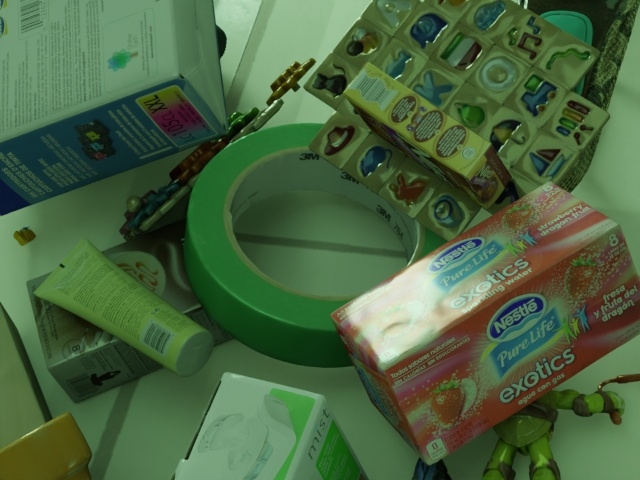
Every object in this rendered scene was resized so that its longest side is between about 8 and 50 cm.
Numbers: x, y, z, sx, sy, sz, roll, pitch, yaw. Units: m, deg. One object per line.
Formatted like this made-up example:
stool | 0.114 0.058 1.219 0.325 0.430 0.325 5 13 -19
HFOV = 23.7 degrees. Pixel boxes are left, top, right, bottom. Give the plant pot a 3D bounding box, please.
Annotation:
plant pot | -0.309 0.314 1.615 0.205 0.205 0.188 -31 88 -6

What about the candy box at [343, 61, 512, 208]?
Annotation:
candy box | 0.122 -0.119 1.727 0.187 0.109 0.053 35 86 27

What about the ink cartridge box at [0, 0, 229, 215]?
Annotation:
ink cartridge box | -0.332 -0.208 1.933 0.396 0.151 0.270 -17 55 13

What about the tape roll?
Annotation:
tape roll | 0.000 0.000 1.804 0.321 0.077 0.321 5 50 -7

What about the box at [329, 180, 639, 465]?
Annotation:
box | 0.185 0.084 1.650 0.300 0.142 0.154 -30 29 -9

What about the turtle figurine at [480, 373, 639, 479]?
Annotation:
turtle figurine | 0.237 0.206 1.660 0.270 0.087 0.217 -1 57 15

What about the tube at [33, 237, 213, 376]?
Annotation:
tube | -0.227 0.079 1.778 0.240 0.062 0.070 29 29 31

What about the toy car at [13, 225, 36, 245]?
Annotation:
toy car | -0.436 -0.016 2.041 0.122 0.060 0.040 35 27 15

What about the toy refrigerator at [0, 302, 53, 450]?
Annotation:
toy refrigerator | -0.383 0.208 1.833 0.102 0.094 0.269 -26 56 -6

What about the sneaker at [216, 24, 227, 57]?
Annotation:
sneaker | -0.286 -0.231 2.084 0.319 0.112 0.131 -31 57 -7

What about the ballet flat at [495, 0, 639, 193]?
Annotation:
ballet flat | 0.323 -0.273 1.889 0.164 0.182 0.482 11 75 24

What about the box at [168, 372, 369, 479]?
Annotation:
box | -0.068 0.309 1.590 0.127 0.231 0.262 11 60 22

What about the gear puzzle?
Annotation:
gear puzzle | -0.129 -0.130 1.947 0.339 0.175 0.044 -44 97 -15

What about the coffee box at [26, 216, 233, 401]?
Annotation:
coffee box | -0.219 0.079 1.866 0.247 0.098 0.141 -22 55 0

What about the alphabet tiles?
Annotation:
alphabet tiles | 0.155 -0.165 1.800 0.342 0.011 0.285 36 86 26

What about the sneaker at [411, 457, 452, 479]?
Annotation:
sneaker | 0.080 0.321 1.636 0.087 0.083 0.221 8 56 30
